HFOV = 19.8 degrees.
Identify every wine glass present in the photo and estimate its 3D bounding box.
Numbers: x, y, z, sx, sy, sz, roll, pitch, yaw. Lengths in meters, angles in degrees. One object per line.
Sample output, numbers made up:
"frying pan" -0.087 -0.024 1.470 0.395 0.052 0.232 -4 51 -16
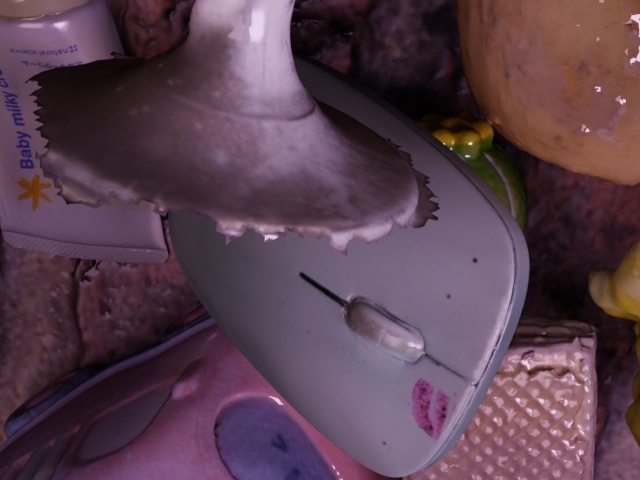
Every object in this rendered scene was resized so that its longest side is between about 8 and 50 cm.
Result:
"wine glass" -0.009 -0.177 0.764 0.238 0.238 0.323 22 114 10

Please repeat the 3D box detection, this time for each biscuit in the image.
"biscuit" 0.097 0.151 1.005 0.108 0.062 0.239 2 115 10

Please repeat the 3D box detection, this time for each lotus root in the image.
"lotus root" 0.155 -0.190 0.869 0.169 0.151 0.342 -6 117 -24

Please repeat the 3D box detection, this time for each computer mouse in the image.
"computer mouse" -0.005 -0.002 0.953 0.097 0.288 0.159 16 109 -32

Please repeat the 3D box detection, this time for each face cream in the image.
"face cream" -0.157 -0.083 1.094 0.114 0.070 0.224 7 122 18

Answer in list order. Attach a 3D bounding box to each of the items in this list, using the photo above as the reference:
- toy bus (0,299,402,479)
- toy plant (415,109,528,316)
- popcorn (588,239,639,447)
"toy bus" -0.094 0.175 1.073 0.294 0.232 0.197 -28 99 27
"toy plant" 0.071 0.008 1.024 0.093 0.093 0.162 9 114 16
"popcorn" 0.263 0.047 0.921 0.235 0.181 0.217 -42 91 20
